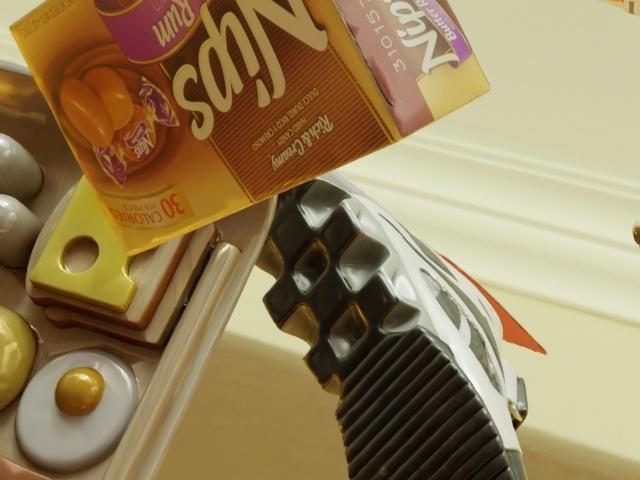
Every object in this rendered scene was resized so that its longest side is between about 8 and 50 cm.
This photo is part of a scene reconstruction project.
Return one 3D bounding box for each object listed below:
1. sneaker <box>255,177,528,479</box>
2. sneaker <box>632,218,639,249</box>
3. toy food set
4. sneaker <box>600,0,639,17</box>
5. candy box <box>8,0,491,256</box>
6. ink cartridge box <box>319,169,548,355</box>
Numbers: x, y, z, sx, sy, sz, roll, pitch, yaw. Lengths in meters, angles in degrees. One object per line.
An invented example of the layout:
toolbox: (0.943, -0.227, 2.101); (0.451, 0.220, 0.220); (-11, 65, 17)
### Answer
sneaker: (0.081, 0.099, 1.082); (0.122, 0.146, 0.331); (-44, -128, 29)
sneaker: (0.294, -0.015, 1.203); (0.071, 0.068, 0.170); (-49, -149, -22)
toy food set: (-0.180, 0.041, 0.999); (0.219, 0.092, 0.306); (15, -113, 24)
sneaker: (0.244, -0.264, 1.455); (0.127, 0.321, 0.126); (21, -81, 14)
candy box: (-0.033, -0.069, 0.639); (0.186, 0.053, 0.109); (-19, -81, 53)
ink cartridge box: (0.000, 0.000, 1.560); (0.385, 0.308, 0.091); (40, -95, -8)
